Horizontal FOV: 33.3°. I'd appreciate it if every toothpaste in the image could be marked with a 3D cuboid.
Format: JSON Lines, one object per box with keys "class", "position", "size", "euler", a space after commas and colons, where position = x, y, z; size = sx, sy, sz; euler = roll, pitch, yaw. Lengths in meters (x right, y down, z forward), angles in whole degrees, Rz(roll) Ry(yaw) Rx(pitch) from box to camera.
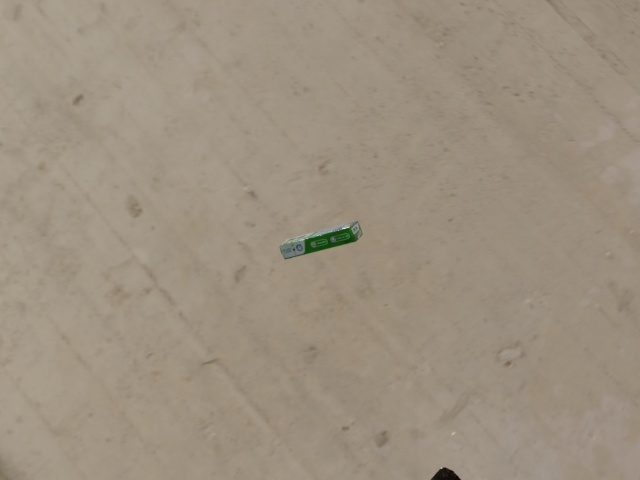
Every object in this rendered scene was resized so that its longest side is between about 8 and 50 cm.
{"class": "toothpaste", "position": [0.000, 0.000, 1.040], "size": [0.083, 0.020, 0.017], "euler": [-14, -75, 29]}

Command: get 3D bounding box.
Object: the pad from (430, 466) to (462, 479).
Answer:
{"class": "pad", "position": [0.184, 0.422, 1.113], "size": [0.330, 0.004, 0.220], "euler": [44, -72, 15]}
